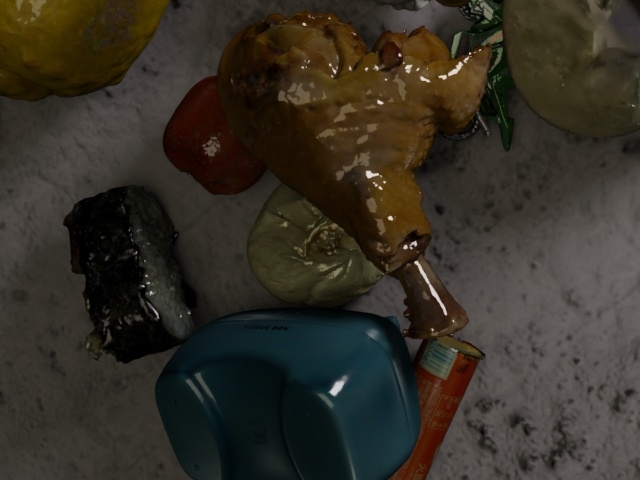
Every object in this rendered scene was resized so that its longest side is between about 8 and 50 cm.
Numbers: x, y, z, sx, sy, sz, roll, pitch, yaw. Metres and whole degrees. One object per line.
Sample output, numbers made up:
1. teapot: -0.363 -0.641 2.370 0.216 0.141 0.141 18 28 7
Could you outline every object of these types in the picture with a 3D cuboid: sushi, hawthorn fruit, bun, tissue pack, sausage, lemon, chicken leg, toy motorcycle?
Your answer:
1. sushi: -0.232 0.043 1.581 0.115 0.147 0.213 -25 74 21
2. hawthorn fruit: -0.117 -0.129 1.533 0.132 0.133 0.138 32 87 7
3. bun: 0.000 0.000 1.527 0.188 0.111 0.164 -4 91 16
4. bun: 0.323 -0.245 1.380 0.272 0.168 0.273 0 96 -2
5. tissue pack: -0.026 0.180 1.493 0.287 0.206 0.198 -2 113 37
6. sausage: 0.110 0.235 1.554 0.083 0.083 0.264 25 104 9
7. lemon: -0.297 -0.322 1.479 0.285 0.285 0.316 -3 76 13
8. chicken leg: 0.079 -0.097 1.398 0.295 0.182 0.409 -28 80 4
9. toy motorcycle: 0.193 -0.203 1.482 0.106 0.074 0.190 11 100 2

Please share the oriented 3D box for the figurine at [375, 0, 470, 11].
1. figurine: 0.051 -0.340 1.461 0.271 0.143 0.143 17 101 -1
